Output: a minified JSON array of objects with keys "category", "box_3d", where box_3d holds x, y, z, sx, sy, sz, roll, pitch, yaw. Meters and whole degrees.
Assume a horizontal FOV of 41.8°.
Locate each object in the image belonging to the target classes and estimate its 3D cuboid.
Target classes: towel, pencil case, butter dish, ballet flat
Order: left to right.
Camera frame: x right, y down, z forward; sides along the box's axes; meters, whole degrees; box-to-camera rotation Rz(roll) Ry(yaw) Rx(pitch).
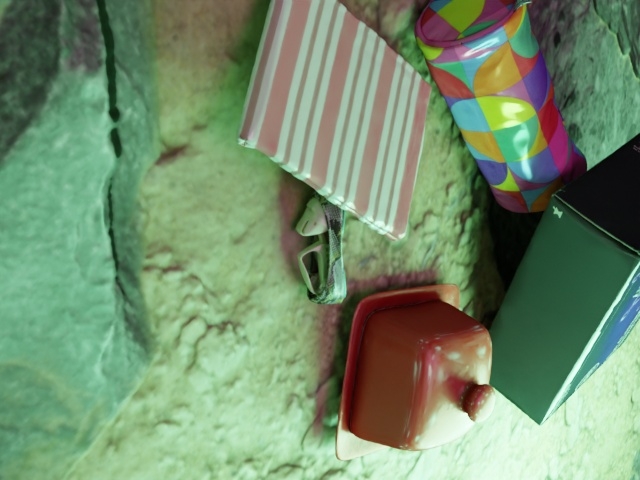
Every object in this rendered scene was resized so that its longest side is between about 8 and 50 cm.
[{"category":"ballet flat","box_3d":[0.000,0.000,0.674,0.041,0.041,0.114,-19,115,-41]},{"category":"towel","box_3d":[0.016,-0.098,0.642,0.197,0.029,0.144,30,65,-44]},{"category":"butter dish","box_3d":[0.105,0.130,0.763,0.160,0.118,0.160,-3,104,-45]},{"category":"pencil case","box_3d":[0.170,-0.130,0.762,0.104,0.104,0.236,-52,135,-20]}]

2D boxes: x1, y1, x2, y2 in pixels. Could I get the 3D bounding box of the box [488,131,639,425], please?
[{"category":"box","box_3d":[0.278,0.040,0.854,0.184,0.103,0.261,-29,147,-34]}]
